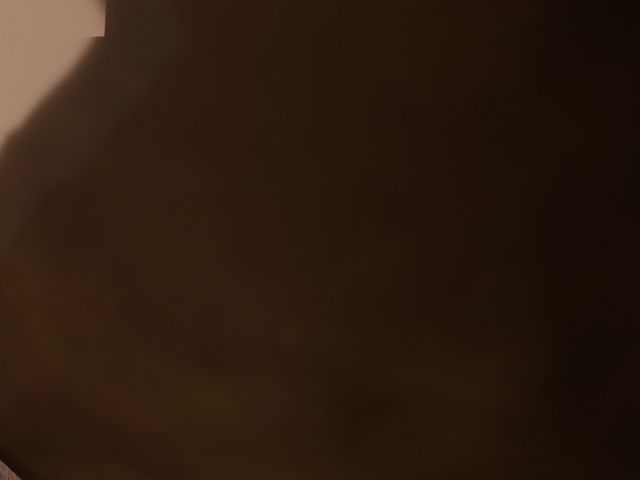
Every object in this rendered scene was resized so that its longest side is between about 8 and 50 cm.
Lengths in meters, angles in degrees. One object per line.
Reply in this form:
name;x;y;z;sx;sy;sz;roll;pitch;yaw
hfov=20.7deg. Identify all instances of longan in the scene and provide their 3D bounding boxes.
longan;-0.004;-0.100;0.590;0.404;0.404;0.436;19;128;61
